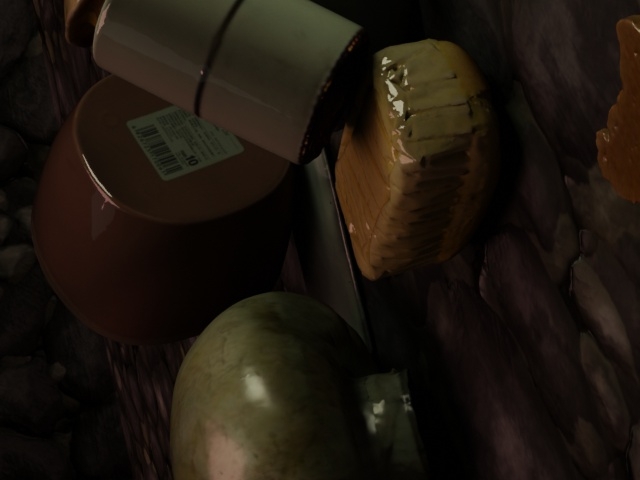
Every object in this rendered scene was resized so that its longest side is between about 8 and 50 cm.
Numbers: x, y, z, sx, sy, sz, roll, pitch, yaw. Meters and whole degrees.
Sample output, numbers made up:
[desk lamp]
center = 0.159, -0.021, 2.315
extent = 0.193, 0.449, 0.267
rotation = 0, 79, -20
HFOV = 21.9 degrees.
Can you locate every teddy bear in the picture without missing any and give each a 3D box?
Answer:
[teddy bear]
center = -0.009, -0.187, 1.522
extent = 0.251, 0.144, 0.171
rotation = 157, 97, -73

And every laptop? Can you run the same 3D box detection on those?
[laptop]
center = 0.000, 0.000, 1.877
extent = 0.188, 0.015, 0.269
rotation = -178, 74, -72

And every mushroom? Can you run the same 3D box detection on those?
[mushroom]
center = -0.014, 0.215, 1.692
extent = 0.352, 0.260, 0.352
rotation = -16, -90, -81

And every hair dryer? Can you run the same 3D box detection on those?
[hair dryer]
center = -0.021, -0.263, 1.342
extent = 0.362, 0.203, 0.128
rotation = -64, -8, 5

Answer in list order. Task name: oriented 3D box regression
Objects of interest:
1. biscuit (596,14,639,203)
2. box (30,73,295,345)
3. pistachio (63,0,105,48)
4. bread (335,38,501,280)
[biscuit]
center = 0.237, -0.071, 1.021
extent = 0.250, 0.035, 0.162
rotation = 166, 84, -74
[box]
center = -0.174, -0.056, 1.866
extent = 0.216, 0.301, 0.301
rotation = 110, 142, -55
[pistachio]
center = -0.188, -0.309, 1.869
extent = 0.229, 0.238, 0.321
rotation = 38, 147, 7
[bread]
center = 0.083, -0.065, 1.393
extent = 0.236, 0.106, 0.140
rotation = 106, 148, -60
